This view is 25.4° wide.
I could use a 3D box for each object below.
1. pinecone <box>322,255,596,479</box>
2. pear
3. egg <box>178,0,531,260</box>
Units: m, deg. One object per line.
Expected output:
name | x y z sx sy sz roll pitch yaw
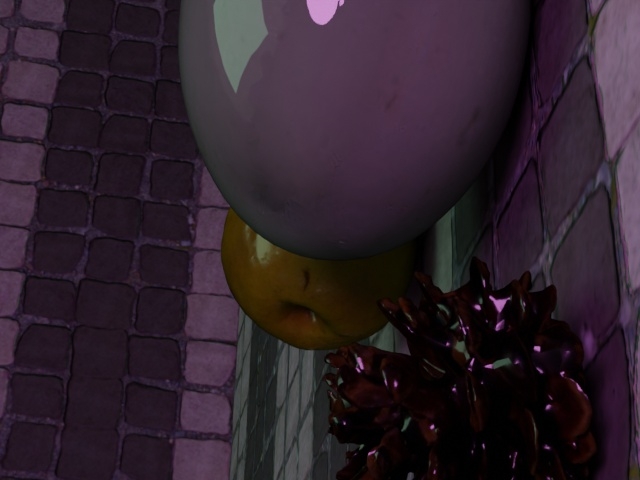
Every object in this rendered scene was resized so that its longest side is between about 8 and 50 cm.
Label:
pinecone | 0.062 0.078 0.655 0.140 0.121 0.140 169 90 -87
pear | 0.000 0.000 1.041 0.148 0.149 0.162 108 171 -52
egg | 0.020 -0.128 0.825 0.203 0.203 0.282 -163 83 -81
